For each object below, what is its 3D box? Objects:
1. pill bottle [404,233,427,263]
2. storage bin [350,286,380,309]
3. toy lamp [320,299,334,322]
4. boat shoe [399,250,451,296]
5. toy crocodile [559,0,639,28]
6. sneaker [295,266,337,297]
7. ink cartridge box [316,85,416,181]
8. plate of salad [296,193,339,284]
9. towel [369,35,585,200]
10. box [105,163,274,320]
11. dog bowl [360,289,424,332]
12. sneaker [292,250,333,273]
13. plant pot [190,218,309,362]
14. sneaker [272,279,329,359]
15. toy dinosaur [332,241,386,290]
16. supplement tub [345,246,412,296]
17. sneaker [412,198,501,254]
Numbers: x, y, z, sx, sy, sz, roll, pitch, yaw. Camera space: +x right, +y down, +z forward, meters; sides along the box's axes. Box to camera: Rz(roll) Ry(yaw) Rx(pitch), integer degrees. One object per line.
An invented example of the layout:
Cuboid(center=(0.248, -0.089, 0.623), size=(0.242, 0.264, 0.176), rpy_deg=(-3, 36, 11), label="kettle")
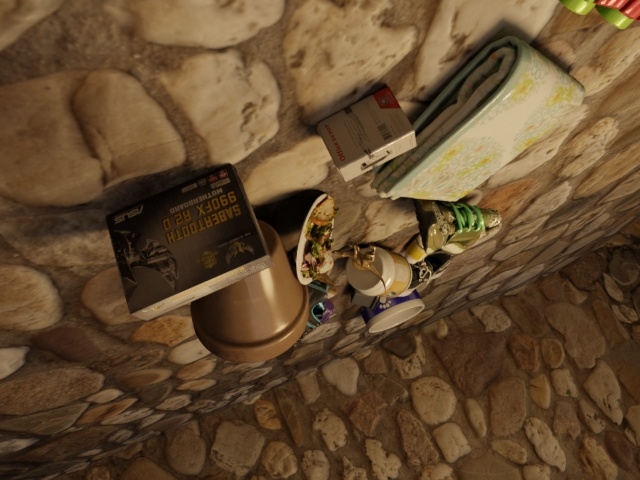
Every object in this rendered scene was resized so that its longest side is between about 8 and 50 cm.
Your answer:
Cuboid(center=(0.315, 0.027, 1.497), size=(0.065, 0.065, 0.116), rpy_deg=(-12, 154, -27), label="pill bottle")
Cuboid(center=(0.160, 0.181, 1.666), size=(0.091, 0.098, 0.135), rpy_deg=(7, 153, -3), label="storage bin")
Cuboid(center=(-0.047, 0.300, 1.720), size=(0.080, 0.080, 0.275), rpy_deg=(-2, 147, -43), label="toy lamp")
Cuboid(center=(0.347, 0.104, 1.639), size=(0.306, 0.113, 0.105), rpy_deg=(-12, 148, -34), label="boat shoe")
Cuboid(center=(0.456, -0.380, 0.694), size=(0.341, 0.105, 0.115), rpy_deg=(-7, 152, -34), label="toy crocodile")
Cuboid(center=(-0.055, 0.146, 1.351), size=(0.153, 0.099, 0.282), rpy_deg=(-29, 160, 7), label="sneaker")
Cuboid(center=(0.075, -0.174, 0.777), size=(0.135, 0.099, 0.056), rpy_deg=(-26, 158, 7), label="ink cartridge box")
Cuboid(center=(0.000, 0.000, 1.001), size=(0.048, 0.199, 0.200), rpy_deg=(14, 165, 17), label="plate of salad")
Cuboid(center=(0.310, -0.213, 0.948), size=(0.321, 0.090, 0.374), rpy_deg=(-4, 150, -46), label="towel")
Cuboid(center=(-0.215, 0.001, 0.767), size=(0.231, 0.183, 0.056), rpy_deg=(-23, 157, -1), label="box")
Cuboid(center=(0.308, 0.294, 2.024), size=(0.265, 0.104, 0.265), rpy_deg=(-20, 157, -9), label="dog bowl")
Cuboid(center=(0.001, 0.044, 1.233), size=(0.075, 0.057, 0.161), rpy_deg=(-30, 154, 28), label="sneaker")
Cuboid(center=(-0.154, 0.084, 0.972), size=(0.263, 0.263, 0.229), rpy_deg=(-18, 139, -15), label="plant pot")
Cuboid(center=(-0.064, 0.219, 1.244), size=(0.140, 0.125, 0.340), rpy_deg=(10, 137, -1), label="sneaker")
Cuboid(center=(0.125, 0.056, 1.293), size=(0.053, 0.183, 0.092), rpy_deg=(-42, 159, -46), label="toy dinosaur")
Cuboid(center=(0.176, 0.096, 1.406), size=(0.144, 0.144, 0.200), rpy_deg=(-35, 155, 23), label="supplement tub")
Cuboid(center=(0.364, -0.058, 1.213), size=(0.182, 0.158, 0.410), rpy_deg=(-19, 170, 27), label="sneaker")
